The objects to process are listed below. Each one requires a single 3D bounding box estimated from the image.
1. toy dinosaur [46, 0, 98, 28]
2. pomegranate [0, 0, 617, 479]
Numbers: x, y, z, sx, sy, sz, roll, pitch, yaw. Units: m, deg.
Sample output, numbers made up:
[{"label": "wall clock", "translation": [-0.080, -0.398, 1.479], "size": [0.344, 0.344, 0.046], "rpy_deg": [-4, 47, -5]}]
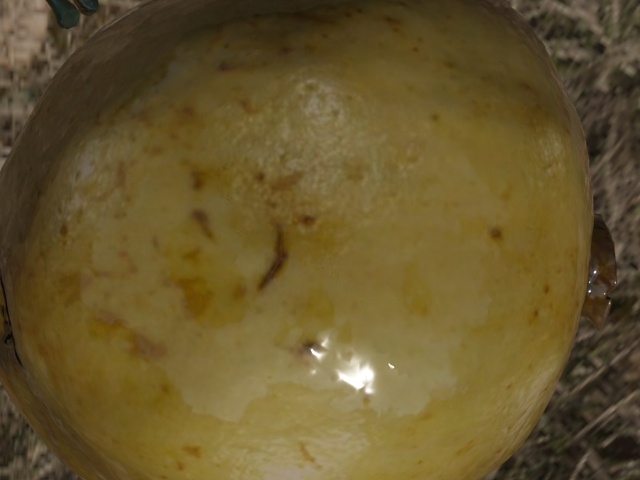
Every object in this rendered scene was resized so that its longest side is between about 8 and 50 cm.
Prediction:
[{"label": "toy dinosaur", "translation": [-0.075, -0.082, 0.447], "size": [0.026, 0.113, 0.041], "rpy_deg": [-45, 62, -3]}, {"label": "pomegranate", "translation": [-0.019, 0.002, 0.818], "size": [0.307, 0.307, 0.307], "rpy_deg": [4, 68, -9]}]
